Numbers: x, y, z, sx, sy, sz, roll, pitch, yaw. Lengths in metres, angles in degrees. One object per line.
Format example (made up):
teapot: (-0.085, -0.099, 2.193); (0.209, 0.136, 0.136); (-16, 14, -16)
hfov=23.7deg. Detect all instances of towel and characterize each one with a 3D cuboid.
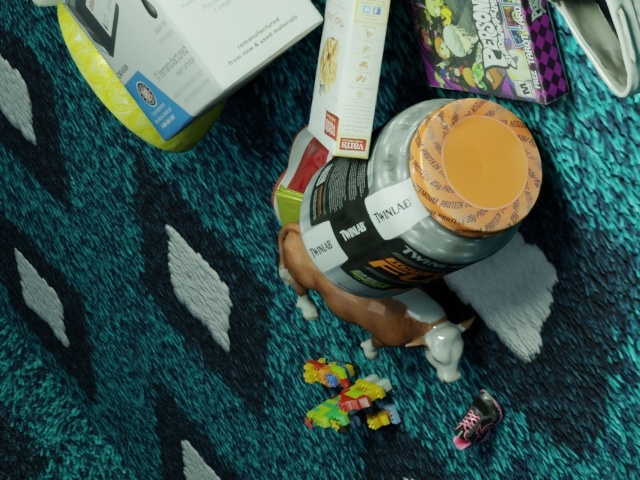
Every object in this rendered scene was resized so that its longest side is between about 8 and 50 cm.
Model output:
towel: (0.000, 0.000, 2.137); (0.102, 0.021, 0.237); (14, 153, 15)

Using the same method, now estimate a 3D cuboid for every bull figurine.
bull figurine: (0.070, 0.084, 2.062); (0.310, 0.101, 0.188); (39, 156, 7)

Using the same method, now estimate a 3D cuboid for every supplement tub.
supplement tub: (0.115, -0.050, 1.783); (0.193, 0.193, 0.316); (60, 155, 0)

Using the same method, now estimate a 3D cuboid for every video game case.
video game case: (0.162, -0.268, 1.646); (0.210, 0.042, 0.232); (20, 133, 55)

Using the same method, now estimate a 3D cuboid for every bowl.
bowl: (-0.213, -0.284, 2.140); (0.156, 0.289, 0.289); (-34, 85, 21)

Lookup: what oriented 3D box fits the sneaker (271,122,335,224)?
sneaker: (0.006, -0.055, 2.101); (0.128, 0.087, 0.221); (49, 153, 25)

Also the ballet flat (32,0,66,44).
ballet flat: (-0.379, -0.376, 2.410); (0.400, 0.139, 0.139); (53, 153, 15)

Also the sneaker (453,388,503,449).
sneaker: (0.210, 0.249, 2.079); (0.047, 0.057, 0.119); (49, 151, 26)

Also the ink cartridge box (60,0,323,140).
ink cartridge box: (-0.214, -0.349, 1.866); (0.395, 0.166, 0.285); (53, 158, -5)

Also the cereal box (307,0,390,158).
cereal box: (0.035, -0.225, 1.735); (0.173, 0.047, 0.240); (-127, 45, -73)

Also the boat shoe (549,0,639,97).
boat shoe: (0.247, -0.258, 1.451); (0.267, 0.088, 0.096); (61, 155, -2)

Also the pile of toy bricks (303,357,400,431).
pile of toy bricks: (0.024, 0.259, 2.366); (0.212, 0.105, 0.118); (14, 128, 57)
